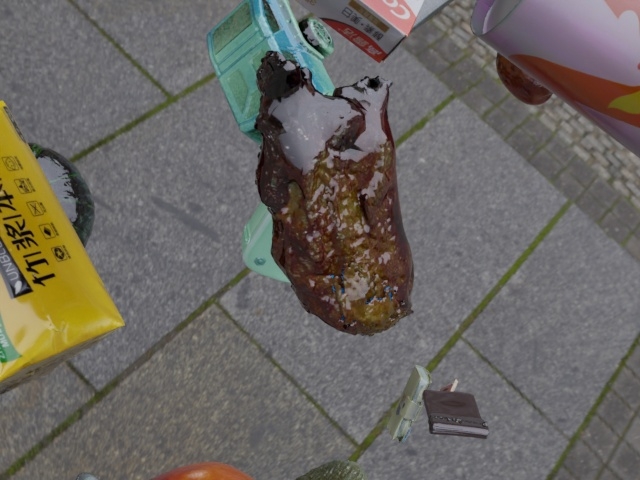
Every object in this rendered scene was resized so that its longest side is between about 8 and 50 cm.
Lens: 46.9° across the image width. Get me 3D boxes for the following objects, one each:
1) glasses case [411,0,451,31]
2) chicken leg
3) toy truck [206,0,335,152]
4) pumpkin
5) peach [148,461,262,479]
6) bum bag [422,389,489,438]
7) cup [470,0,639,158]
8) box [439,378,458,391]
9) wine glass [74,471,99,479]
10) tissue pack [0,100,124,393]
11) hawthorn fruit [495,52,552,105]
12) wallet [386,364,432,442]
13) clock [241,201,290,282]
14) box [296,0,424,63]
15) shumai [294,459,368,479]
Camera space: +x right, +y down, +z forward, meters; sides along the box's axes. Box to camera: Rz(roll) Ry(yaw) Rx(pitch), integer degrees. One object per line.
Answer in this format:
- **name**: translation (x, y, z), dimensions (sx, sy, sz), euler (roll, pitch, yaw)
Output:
- **glasses case**: translation (0.214, -0.504, 1.376), dimensions (0.323, 0.074, 0.131), euler (-40, 102, -7)
- **chicken leg**: translation (0.015, -0.013, 0.439), dimensions (0.105, 0.233, 0.063), euler (-34, 40, -25)
- **toy truck**: translation (-0.051, -0.214, 1.079), dimensions (0.156, 0.155, 0.278), euler (0, 63, -57)
- **pumpkin**: translation (-0.654, -0.064, 1.621), dimensions (0.315, 0.238, 0.315), euler (4, 76, -14)
- **peach**: translation (-0.257, 0.609, 1.460), dimensions (0.370, 0.370, 0.370), euler (9, 59, -16)
- **bum bag**: translation (0.252, 0.323, 1.396), dimensions (0.109, 0.026, 0.159), euler (4, 17, -1)
- **cup**: translation (0.307, -0.193, 0.738), dimensions (0.288, 0.203, 0.203), euler (26, 56, -14)
- **box**: translation (0.307, 0.374, 1.807), dimensions (0.012, 0.046, 0.083), euler (52, 36, -6)
- **wine glass**: translation (-0.465, 0.480, 1.242), dimensions (0.222, 0.103, 0.103), euler (-29, 70, 9)
- **tissue pack**: translation (-0.485, 0.026, 0.967), dimensions (0.381, 0.228, 0.293), euler (62, 26, 1)
- **hawthorn fruit**: translation (0.261, -0.220, 0.929), dimensions (0.093, 0.081, 0.081), euler (39, 56, 8)
- **wallet**: translation (0.198, 0.360, 1.617), dimensions (0.039, 0.110, 0.155), euler (23, 96, -3)
- **clock**: translation (0.000, 0.000, 1.079), dimensions (0.211, 0.159, 0.066), euler (21, 35, -26)
- **box**: translation (-0.021, -0.221, 0.550), dimensions (0.218, 0.039, 0.055), euler (35, 57, -12)
- **shumai**: translation (0.022, 0.656, 1.724), dimensions (0.203, 0.272, 0.222), euler (56, 22, -13)
